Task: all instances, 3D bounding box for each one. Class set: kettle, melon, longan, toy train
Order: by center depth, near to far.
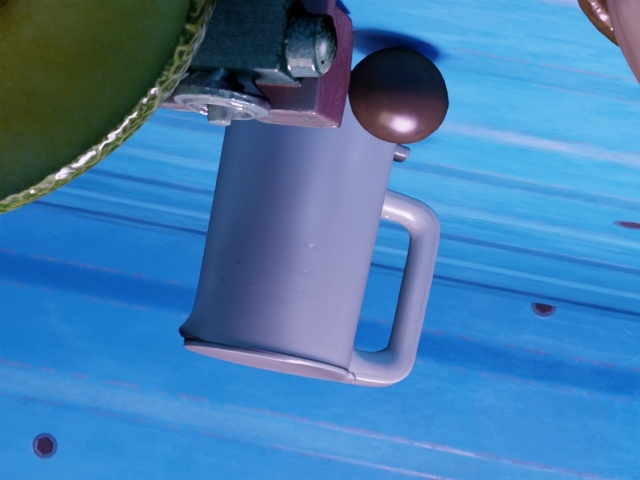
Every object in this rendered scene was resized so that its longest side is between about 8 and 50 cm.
[{"bbox_3d":[-0.215,-0.163,0.981,0.343,0.331,0.226,1,136,22],"label":"melon"},{"bbox_3d":[-0.121,-0.173,1.213,0.304,0.150,0.221,7,177,16],"label":"toy train"},{"bbox_3d":[0.072,-0.143,1.312,0.113,0.092,0.113,21,-166,-5],"label":"longan"},{"bbox_3d":[-0.014,-0.001,1.585,0.205,0.318,0.265,1,166,42],"label":"kettle"}]

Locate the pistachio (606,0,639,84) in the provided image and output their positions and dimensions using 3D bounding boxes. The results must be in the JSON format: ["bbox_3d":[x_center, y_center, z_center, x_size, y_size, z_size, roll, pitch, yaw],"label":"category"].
[{"bbox_3d":[0.247,-0.138,0.652,0.229,0.238,0.321,17,-169,-2],"label":"pistachio"}]

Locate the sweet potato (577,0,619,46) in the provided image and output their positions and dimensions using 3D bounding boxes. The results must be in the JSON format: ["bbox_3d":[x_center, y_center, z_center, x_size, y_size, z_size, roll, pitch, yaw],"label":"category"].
[{"bbox_3d":[0.286,-0.148,1.063,0.243,0.077,0.077,15,170,-30],"label":"sweet potato"}]
